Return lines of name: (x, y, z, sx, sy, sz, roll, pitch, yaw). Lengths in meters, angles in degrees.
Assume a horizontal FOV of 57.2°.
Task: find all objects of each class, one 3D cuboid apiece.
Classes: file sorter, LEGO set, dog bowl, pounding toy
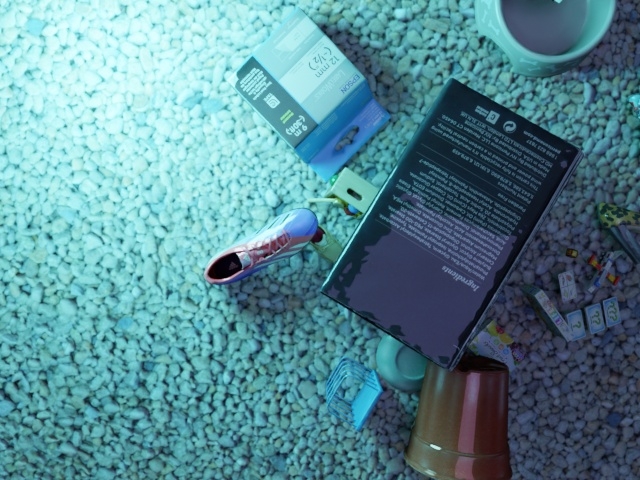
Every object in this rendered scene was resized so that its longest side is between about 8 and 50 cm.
file sorter: (0.080, 0.386, 1.510, 0.104, 0.170, 0.118, 29, 94, -3)
LEGO set: (0.724, 0.129, 1.555, 0.182, 0.060, 0.244, -14, 96, -18)
dog bowl: (0.571, -0.592, 1.468, 0.348, 0.102, 0.349, 0, 96, -2)
pounding toy: (0.058, -0.111, 1.487, 0.141, 0.130, 0.100, 33, 81, -6)

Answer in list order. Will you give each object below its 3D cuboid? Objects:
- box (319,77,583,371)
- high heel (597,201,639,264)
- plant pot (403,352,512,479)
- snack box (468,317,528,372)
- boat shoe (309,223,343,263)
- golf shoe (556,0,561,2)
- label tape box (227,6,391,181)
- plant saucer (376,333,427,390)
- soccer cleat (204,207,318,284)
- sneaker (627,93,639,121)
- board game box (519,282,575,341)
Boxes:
box: (0.246, -0.013, 1.282, 0.297, 0.480, 0.472, 30, 86, 5)
high heel: (0.872, -0.075, 1.555, 0.261, 0.093, 0.186, -30, 75, -13)
plant pot: (0.358, 0.432, 1.485, 0.272, 0.272, 0.265, 5, 92, -3)
snack box: (0.473, 0.293, 1.586, 0.141, 0.037, 0.100, 44, 94, -6)
boat shoe: (0.000, 0.000, 1.520, 0.170, 0.059, 0.063, 43, 92, -6)
golf shoe: (0.540, -0.607, 1.375, 0.198, 0.077, 0.094, -6, 96, -1)
label tape box: (-0.020, -0.353, 1.457, 0.249, 0.115, 0.348, -44, 95, 2)
plant saucer: (0.249, 0.317, 1.578, 0.194, 0.037, 0.195, 0, 96, -4)
soccer cleat: (-0.147, 0.023, 1.463, 0.318, 0.116, 0.109, -28, 95, 11)
sneaker: (0.857, -0.336, 1.525, 0.125, 0.104, 0.262, 13, 91, 13)
board game box: (0.597, 0.187, 1.548, 0.026, 0.103, 0.154, -37, 96, 1)
